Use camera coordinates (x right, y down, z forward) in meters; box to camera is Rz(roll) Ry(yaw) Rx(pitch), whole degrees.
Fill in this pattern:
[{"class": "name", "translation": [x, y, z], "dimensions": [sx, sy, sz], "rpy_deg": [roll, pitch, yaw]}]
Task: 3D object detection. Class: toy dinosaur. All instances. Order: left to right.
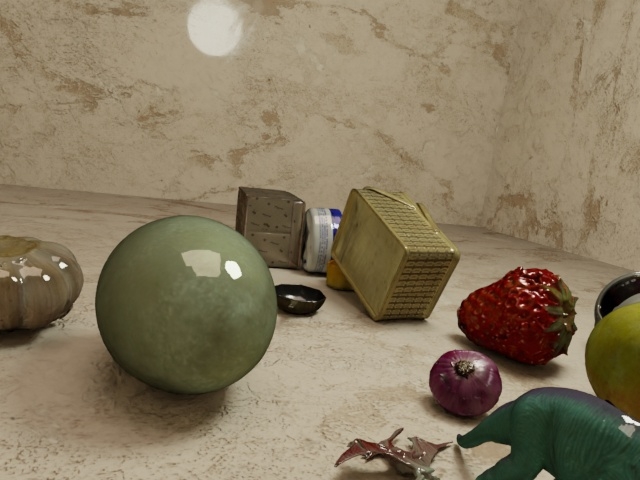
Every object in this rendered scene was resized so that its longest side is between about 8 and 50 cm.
[{"class": "toy dinosaur", "translation": [0.104, 0.272, 0.649], "dimensions": [0.220, 0.032, 0.108], "rpy_deg": [13, 1, -37]}, {"class": "toy dinosaur", "translation": [0.281, 0.166, 0.522], "dimensions": [0.129, 0.331, 0.383], "rpy_deg": [7, 11, -21]}]

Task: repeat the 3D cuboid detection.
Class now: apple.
[{"class": "apple", "translation": [0.572, 0.207, 0.839], "dimensions": [0.260, 0.194, 0.261], "rpy_deg": [-5, 30, 3]}]

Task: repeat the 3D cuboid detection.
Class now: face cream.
[{"class": "face cream", "translation": [0.000, 0.000, 1.618], "dimensions": [0.111, 0.206, 0.206], "rpy_deg": [1, 11, -12]}]

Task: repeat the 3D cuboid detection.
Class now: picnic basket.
[{"class": "picnic basket", "translation": [0.181, 0.025, 1.315], "dimensions": [0.175, 0.228, 0.313], "rpy_deg": [2, 33, -27]}]

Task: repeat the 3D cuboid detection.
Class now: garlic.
[{"class": "garlic", "translation": [-0.525, 0.079, 0.887], "dimensions": [0.227, 0.152, 0.228], "rpy_deg": [11, 17, -3]}]

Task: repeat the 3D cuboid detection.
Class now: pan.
[{"class": "pan", "translation": [-0.072, 0.144, 1.188], "dimensions": [0.128, 0.048, 0.202], "rpy_deg": [12, 9, 26]}]

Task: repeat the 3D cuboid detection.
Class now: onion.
[{"class": "onion", "translation": [0.232, 0.231, 0.835], "dimensions": [0.115, 0.115, 0.104], "rpy_deg": [12, -34, 20]}]

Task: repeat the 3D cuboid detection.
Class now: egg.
[{"class": "egg", "translation": [-0.203, 0.090, 0.784], "dimensions": [0.258, 0.259, 0.352], "rpy_deg": [2, 6, -33]}]

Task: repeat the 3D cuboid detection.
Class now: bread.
[{"class": "bread", "translation": [0.134, 0.097, 1.512], "dimensions": [0.245, 0.095, 0.102], "rpy_deg": [4, 5, -19]}]

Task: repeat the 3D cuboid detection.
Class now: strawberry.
[{"class": "strawberry", "translation": [0.405, 0.162, 1.103], "dimensions": [0.244, 0.206, 0.205], "rpy_deg": [-7, -3, 42]}]

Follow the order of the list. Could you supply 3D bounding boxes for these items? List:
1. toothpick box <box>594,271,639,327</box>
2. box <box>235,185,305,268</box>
[{"class": "toothpick box", "translation": [0.713, 0.204, 1.085], "dimensions": [0.228, 0.229, 0.316], "rpy_deg": [12, 12, 20]}, {"class": "box", "translation": [-0.177, -0.050, 1.707], "dimensions": [0.190, 0.225, 0.297], "rpy_deg": [3, 10, -16]}]
